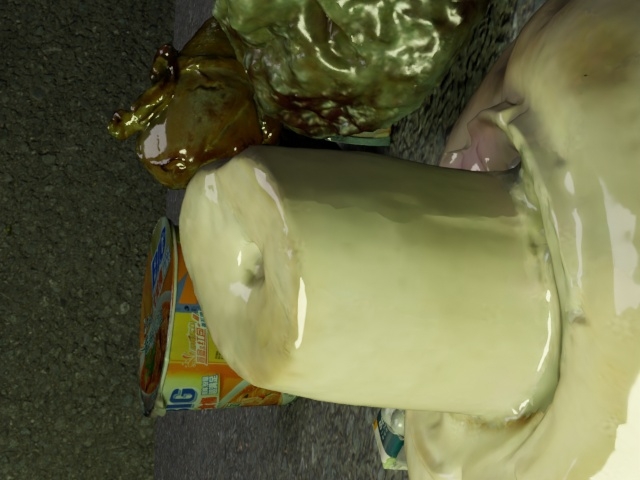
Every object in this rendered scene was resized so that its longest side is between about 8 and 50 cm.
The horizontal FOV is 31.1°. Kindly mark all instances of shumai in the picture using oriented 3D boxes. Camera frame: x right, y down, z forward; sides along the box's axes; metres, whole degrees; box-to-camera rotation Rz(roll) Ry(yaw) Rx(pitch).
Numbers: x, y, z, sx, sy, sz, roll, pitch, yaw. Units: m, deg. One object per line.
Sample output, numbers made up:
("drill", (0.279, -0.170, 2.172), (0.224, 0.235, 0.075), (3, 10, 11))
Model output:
("shumai", (-0.040, -0.304, 1.146), (0.395, 0.348, 0.395), (-27, 55, 47))

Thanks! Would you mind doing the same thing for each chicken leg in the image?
("chicken leg", (-0.094, -0.197, 1.401), (0.140, 0.211, 0.361), (-5, 43, 41))

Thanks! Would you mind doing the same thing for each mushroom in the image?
("mushroom", (0.145, 0.044, 0.588), (0.325, 0.353, 0.353), (60, 155, 9))

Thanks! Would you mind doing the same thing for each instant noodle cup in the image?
("instant noodle cup", (-0.139, 0.116, 1.674), (0.296, 0.214, 0.296), (-175, 90, -74))

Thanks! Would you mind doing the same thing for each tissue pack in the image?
("tissue pack", (0.085, 0.186, 1.170), (0.062, 0.042, 0.083), (-104, 25, -43))

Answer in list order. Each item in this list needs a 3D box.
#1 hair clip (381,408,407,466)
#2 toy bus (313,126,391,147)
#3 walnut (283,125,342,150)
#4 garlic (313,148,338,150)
("hair clip", (0.115, 0.113, 1.079), (0.140, 0.054, 0.220), (-3, 76, 62))
("toy bus", (0.030, -0.174, 1.409), (0.182, 0.091, 0.103), (-131, 47, -70))
("walnut", (-0.074, -0.037, 1.494), (0.141, 0.204, 0.238), (21, -107, -82))
("garlic", (0.000, 0.000, 1.343), (0.160, 0.191, 0.214), (-31, -47, -57))
